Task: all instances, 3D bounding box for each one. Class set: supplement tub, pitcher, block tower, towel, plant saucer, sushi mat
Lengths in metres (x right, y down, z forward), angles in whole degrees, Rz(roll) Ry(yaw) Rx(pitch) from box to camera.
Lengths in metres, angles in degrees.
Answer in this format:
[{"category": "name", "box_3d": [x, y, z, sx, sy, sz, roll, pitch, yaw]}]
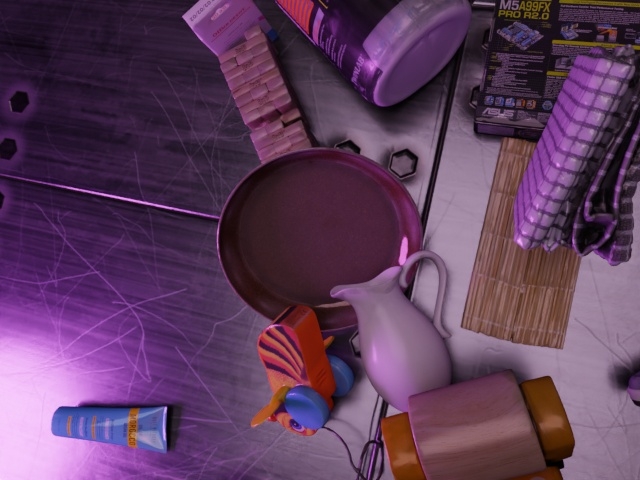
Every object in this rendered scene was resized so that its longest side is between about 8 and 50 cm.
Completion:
[{"category": "supplement tub", "box_3d": [0.053, -0.394, 0.924, 0.207, 0.207, 0.338, -41, 76, 7]}, {"category": "pitcher", "box_3d": [0.135, 0.132, 0.878, 0.178, 0.125, 0.207, -25, 93, -5]}, {"category": "block tower", "box_3d": [-0.067, -0.186, 0.991, 0.097, 0.091, 0.335, -24, 78, 10]}, {"category": "towel", "box_3d": [0.342, -0.112, 0.727, 0.122, 0.284, 0.234, 22, 111, 11]}, {"category": "plant saucer", "box_3d": [0.000, 0.000, 0.908, 0.311, 0.050, 0.310, 0, 116, 0]}, {"category": "sushi mat", "box_3d": [0.323, 0.001, 0.903, 0.152, 0.019, 0.316, 12, 87, 15]}]

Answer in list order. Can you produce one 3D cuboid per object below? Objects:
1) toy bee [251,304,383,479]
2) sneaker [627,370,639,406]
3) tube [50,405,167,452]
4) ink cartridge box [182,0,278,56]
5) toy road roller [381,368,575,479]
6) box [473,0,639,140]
[{"category": "toy bee", "box_3d": [-0.037, 0.242, 0.901, 0.162, 0.195, 0.297, -8, 92, 38]}, {"category": "sneaker", "box_3d": [0.524, 0.092, 0.783, 0.296, 0.124, 0.178, -25, 83, 3]}, {"category": "tube", "box_3d": [-0.367, 0.326, 1.038, 0.207, 0.052, 0.080, 1, 95, 9]}, {"category": "ink cartridge box", "box_3d": [-0.155, -0.367, 0.988, 0.104, 0.181, 0.061, -40, 75, 7]}, {"category": "toy road roller", "box_3d": [0.225, 0.322, 0.737, 0.203, 0.329, 0.240, -19, 57, 12]}, {"category": "box", "box_3d": [0.387, -0.259, 0.896, 0.270, 0.060, 0.216, 10, 86, 15]}]
